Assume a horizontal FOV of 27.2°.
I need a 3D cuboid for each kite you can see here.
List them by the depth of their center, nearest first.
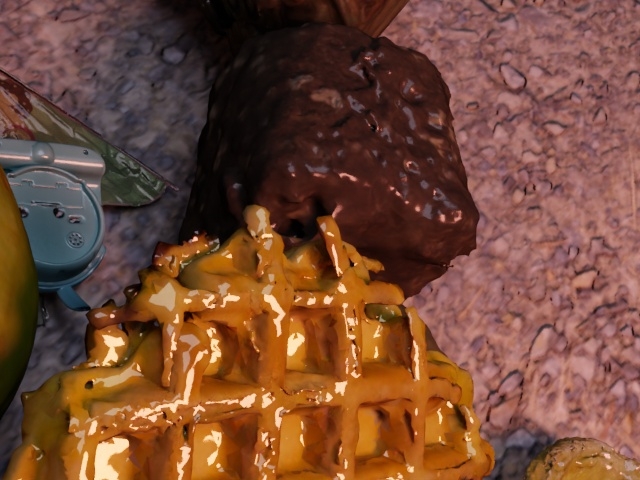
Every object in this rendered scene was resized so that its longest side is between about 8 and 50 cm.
[{"bbox_3d":[-0.267,-0.054,1.051,0.323,0.013,0.267,-13,72,-36],"label":"kite"}]

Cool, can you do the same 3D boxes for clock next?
[{"bbox_3d":[-0.214,-0.006,1.019,0.108,0.045,0.147,3,63,-30],"label":"clock"}]

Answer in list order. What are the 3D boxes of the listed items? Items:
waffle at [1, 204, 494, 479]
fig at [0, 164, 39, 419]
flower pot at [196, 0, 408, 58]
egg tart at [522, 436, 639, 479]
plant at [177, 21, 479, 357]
[{"bbox_3d":[-0.044,0.188,0.833,0.382,0.095,0.379,-53,125,-18],"label":"waffle"},{"bbox_3d":[-0.315,0.003,0.839,0.258,0.258,0.326,3,58,-27],"label":"fig"},{"bbox_3d":[-0.004,-0.284,1.186,0.213,0.302,0.302,40,50,-1],"label":"flower pot"},{"bbox_3d":[0.229,0.258,1.091,0.197,0.078,0.197,16,53,-22],"label":"egg tart"},{"bbox_3d":[0.000,0.000,1.046,0.213,0.215,0.312,21,55,-20],"label":"plant"}]
